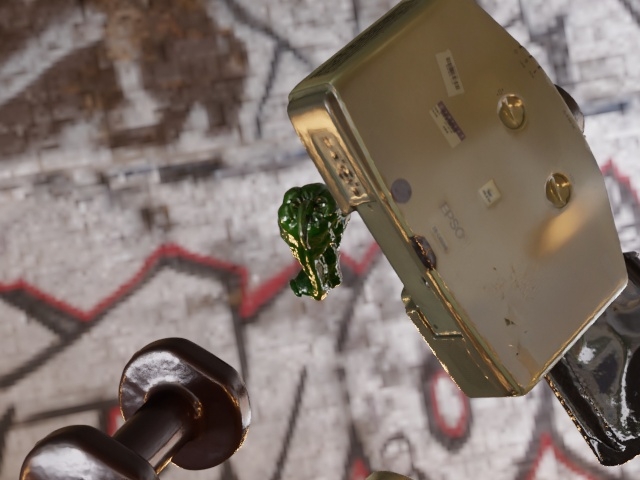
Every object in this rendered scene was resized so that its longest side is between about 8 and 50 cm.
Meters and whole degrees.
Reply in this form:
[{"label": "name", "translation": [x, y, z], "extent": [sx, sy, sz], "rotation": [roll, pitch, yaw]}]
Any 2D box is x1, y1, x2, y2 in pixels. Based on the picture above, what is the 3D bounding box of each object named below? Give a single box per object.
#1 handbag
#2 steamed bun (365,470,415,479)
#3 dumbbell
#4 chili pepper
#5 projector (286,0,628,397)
[{"label": "handbag", "translation": [0.425, 0.166, 2.169], "extent": [0.223, 0.246, 0.080], "rotation": [-42, 161, 33]}, {"label": "steamed bun", "translation": [0.071, 0.376, 1.705], "extent": [0.153, 0.170, 0.238], "rotation": [25, 137, 0]}, {"label": "dumbbell", "translation": [-0.166, 0.192, 1.427], "extent": [0.140, 0.124, 0.225], "rotation": [31, -149, 8]}, {"label": "chili pepper", "translation": [-0.006, 0.001, 1.717], "extent": [0.074, 0.100, 0.257], "rotation": [28, 161, 18]}, {"label": "projector", "translation": [0.108, -0.041, 1.117], "extent": [0.193, 0.269, 0.088], "rotation": [-42, -162, -30]}]
